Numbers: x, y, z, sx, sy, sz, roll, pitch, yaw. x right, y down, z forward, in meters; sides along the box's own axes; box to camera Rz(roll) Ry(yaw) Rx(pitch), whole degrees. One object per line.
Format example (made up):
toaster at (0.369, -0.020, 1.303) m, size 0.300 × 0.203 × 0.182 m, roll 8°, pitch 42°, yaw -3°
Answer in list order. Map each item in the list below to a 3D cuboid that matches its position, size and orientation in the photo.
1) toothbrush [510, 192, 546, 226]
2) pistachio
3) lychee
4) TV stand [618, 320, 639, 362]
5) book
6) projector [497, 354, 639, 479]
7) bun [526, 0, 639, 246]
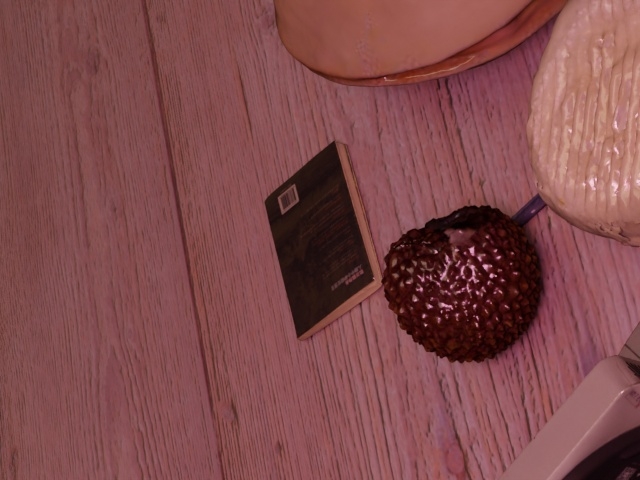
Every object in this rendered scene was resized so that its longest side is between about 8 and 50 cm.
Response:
toothbrush at (0.219, -0.006, 1.970) m, size 0.288 × 0.024 × 0.026 m, roll -44°, pitch 36°, yaw 29°
pistachio at (0.132, -0.358, 2.010) m, size 0.445 × 0.281 × 0.365 m, roll -13°, pitch 59°, yaw 28°
lychee at (0.170, 0.052, 1.895) m, size 0.188 × 0.188 × 0.188 m, roll -17°, pitch 65°, yaw 42°
TV stand at (0.368, 0.139, 1.718) m, size 0.083 × 0.088 × 0.269 m, roll 45°, pitch 109°, yaw 44°
book at (0.000, 0.000, 2.193) m, size 0.160 × 0.024 × 0.228 m, roll -37°, pitch 53°, yaw 33°
projector at (0.298, 0.246, 1.630) m, size 0.259 × 0.257 × 0.079 m, roll -54°, pitch 45°, yaw 19°
bun at (0.387, -0.150, 1.711) m, size 0.360 × 0.211 × 0.359 m, roll -22°, pitch 63°, yaw 53°
